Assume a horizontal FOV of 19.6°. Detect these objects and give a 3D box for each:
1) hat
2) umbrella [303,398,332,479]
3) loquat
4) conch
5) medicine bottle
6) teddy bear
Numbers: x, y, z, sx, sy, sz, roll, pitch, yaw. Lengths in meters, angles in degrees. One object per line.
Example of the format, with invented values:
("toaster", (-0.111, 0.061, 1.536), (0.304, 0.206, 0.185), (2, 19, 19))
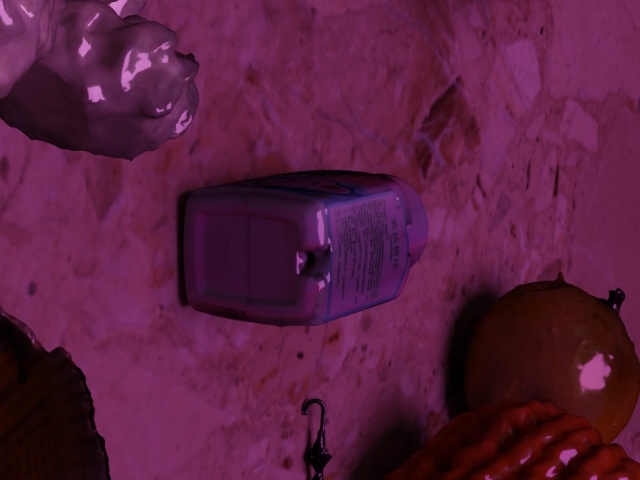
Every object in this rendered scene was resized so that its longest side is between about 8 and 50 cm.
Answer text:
("hat", (0.120, 0.325, 1.443), (0.400, 0.285, 0.285), (-42, 129, -44))
("umbrella", (-0.001, 0.196, 1.450), (0.022, 0.022, 0.148), (-5, 102, -16))
("loquat", (0.204, 0.128, 1.659), (0.204, 0.149, 0.172), (-62, 146, -9))
("conch", (-0.209, 0.102, 0.937), (0.178, 0.245, 0.163), (-50, 178, -9))
("medicine bottle", (0.000, 0.000, 1.323), (0.188, 0.119, 0.094), (-14, 107, -57))
("teddy bear", (-0.144, -0.195, 0.883), (0.362, 0.375, 0.327), (-35, 96, -32))
